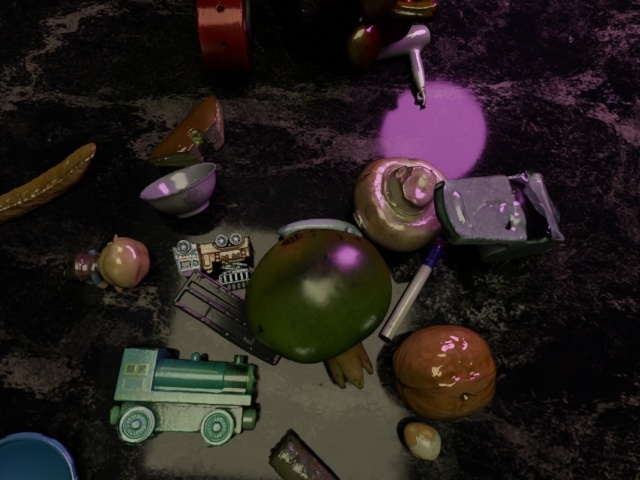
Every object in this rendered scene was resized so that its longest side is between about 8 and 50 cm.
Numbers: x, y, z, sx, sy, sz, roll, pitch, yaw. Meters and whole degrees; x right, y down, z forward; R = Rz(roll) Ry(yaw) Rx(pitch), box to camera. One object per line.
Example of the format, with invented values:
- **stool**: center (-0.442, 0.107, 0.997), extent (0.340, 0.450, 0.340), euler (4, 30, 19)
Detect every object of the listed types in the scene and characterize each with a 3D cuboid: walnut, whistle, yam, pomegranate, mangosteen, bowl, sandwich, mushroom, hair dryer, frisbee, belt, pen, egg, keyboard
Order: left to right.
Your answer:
- **frisbee**: center (-0.603, 0.512, 0.835), extent (0.243, 0.045, 0.241), euler (1, 75, -4)
- **bowl**: center (-0.322, -0.109, 0.998), extent (0.189, 0.189, 0.085), euler (-26, 118, -11)
- **sandwich**: center (-0.314, -0.260, 1.057), extent (0.088, 0.090, 0.244), euler (38, 75, 10)
- **belt**: center (-0.243, -0.573, 1.086), extent (0.115, 0.227, 0.323), euler (-1, 55, -5)
- **keyboard**: center (-0.145, 0.204, 0.947), extent (0.381, 0.041, 0.103), euler (34, 76, -4)
- **yam**: center (-0.025, 0.492, 0.868), extent (0.179, 0.078, 0.078), euler (41, 75, 8)
- **pomegranate**: center (0.018, 0.151, 0.852), extent (0.310, 0.216, 0.358), euler (-26, 99, -10)
- **mangosteen**: center (0.076, -0.652, 1.069), extent (0.435, 0.382, 0.382), euler (43, 75, -7)
- **mushroom**: center (0.193, -0.090, 1.001), extent (0.255, 0.184, 0.254), euler (3, 78, -17)
- **hair dryer**: center (0.234, -0.479, 1.186), extent (0.207, 0.075, 0.237), euler (-21, 84, -2)
- **pen**: center (0.224, 0.126, 1.014), extent (0.033, 0.033, 0.269), euler (32, 74, 5)
- **egg**: center (0.219, 0.432, 0.905), extent (0.083, 0.071, 0.071), euler (30, 74, 8)
- **walnut**: center (0.268, 0.279, 0.895), extent (0.222, 0.195, 0.195), euler (-6, 74, -7)
- **whistle**: center (0.416, -0.057, 0.943), extent (0.188, 0.405, 0.168), euler (-20, 72, 33)

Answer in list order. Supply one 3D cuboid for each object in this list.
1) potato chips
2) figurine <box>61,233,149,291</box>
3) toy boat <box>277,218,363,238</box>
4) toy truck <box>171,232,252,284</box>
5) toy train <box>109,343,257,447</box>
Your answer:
- **potato chips**: center (-0.709, -0.109, 0.993), extent (0.407, 0.080, 0.057), euler (-29, 61, -10)
- **figurine**: center (-0.492, 0.059, 0.958), extent (0.196, 0.108, 0.114), euler (-11, 64, 11)
- **toy boat**: center (0.000, 0.000, 0.993), extent (0.208, 0.078, 0.134), euler (0, 50, -2)
- **toy truck**: center (-0.249, 0.050, 0.980), extent (0.178, 0.080, 0.115), euler (-8, 84, -8)
- **toy train**: center (-0.280, 0.323, 0.879), extent (0.299, 0.120, 0.194), euler (4, 69, -3)
